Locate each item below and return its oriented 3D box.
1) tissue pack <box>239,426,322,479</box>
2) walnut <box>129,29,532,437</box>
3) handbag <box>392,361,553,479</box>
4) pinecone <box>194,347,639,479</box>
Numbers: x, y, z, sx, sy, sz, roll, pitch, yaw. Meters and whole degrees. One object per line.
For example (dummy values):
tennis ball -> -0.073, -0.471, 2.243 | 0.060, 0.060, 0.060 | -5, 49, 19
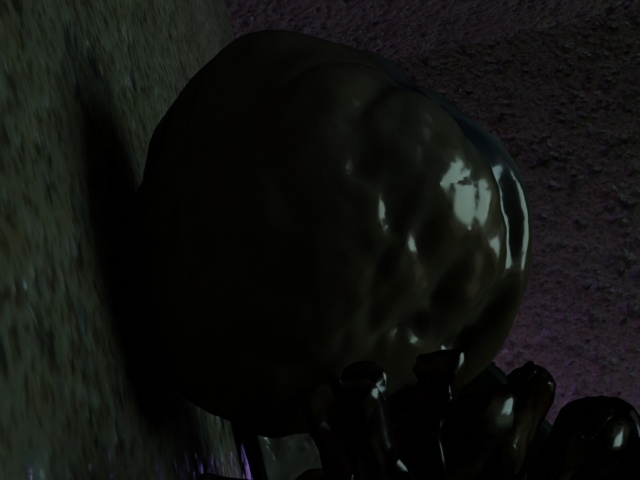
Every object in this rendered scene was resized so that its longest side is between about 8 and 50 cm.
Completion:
tissue pack -> 0.010, 0.148, 1.171 | 0.370, 0.198, 0.210 | -106, -179, -78
walnut -> -0.002, -0.001, 0.635 | 0.248, 0.248, 0.248 | 169, -90, -89
handbag -> 0.086, 0.210, 0.730 | 0.247, 0.079, 0.260 | -131, -136, -54
pinecone -> 0.053, 0.189, 0.457 | 0.242, 0.298, 0.296 | 6, -71, 45
